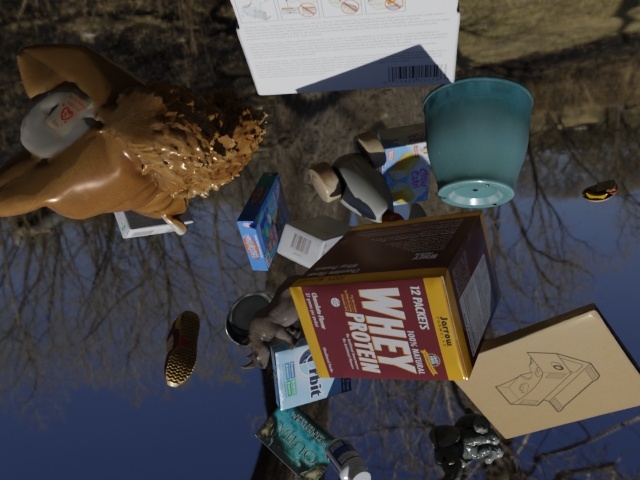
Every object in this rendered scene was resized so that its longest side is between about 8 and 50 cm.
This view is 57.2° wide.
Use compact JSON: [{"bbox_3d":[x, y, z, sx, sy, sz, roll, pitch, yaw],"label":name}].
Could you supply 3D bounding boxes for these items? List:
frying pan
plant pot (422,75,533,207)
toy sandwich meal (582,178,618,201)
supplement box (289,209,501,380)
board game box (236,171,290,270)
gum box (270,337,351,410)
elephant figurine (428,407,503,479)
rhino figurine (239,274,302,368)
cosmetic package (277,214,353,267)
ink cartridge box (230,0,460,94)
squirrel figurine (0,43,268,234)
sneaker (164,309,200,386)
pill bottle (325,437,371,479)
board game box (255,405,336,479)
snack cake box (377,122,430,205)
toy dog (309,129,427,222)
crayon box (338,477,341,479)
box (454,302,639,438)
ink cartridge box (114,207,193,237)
[{"bbox_3d":[-0.151,0.225,1.879,0.326,0.197,0.053,-16,-152,-22],"label":"frying pan"},{"bbox_3d":[0.390,-0.226,1.465,0.272,0.255,0.271,4,164,1],"label":"plant pot"},{"bbox_3d":[0.712,-0.129,1.500,0.086,0.029,0.085,-16,-149,10],"label":"toy sandwich meal"},{"bbox_3d":[0.102,0.065,0.737,0.191,0.129,0.194,-7,-160,30],"label":"supplement box"},{"bbox_3d":[-0.140,-0.051,1.502,0.047,0.160,0.210,1,-140,17],"label":"board game box"},{"bbox_3d":[-0.020,0.306,1.402,0.184,0.156,0.041,-11,-160,-19],"label":"gum box"},{"bbox_3d":[0.398,0.616,1.735,0.239,0.169,0.186,-26,161,-7],"label":"elephant figurine"},{"bbox_3d":[-0.087,0.176,1.238,0.243,0.106,0.073,-49,-172,2],"label":"rhino figurine"},{"bbox_3d":[0.000,0.000,1.498,0.117,0.085,0.231,26,-164,22],"label":"cosmetic package"},{"bbox_3d":[0.031,-0.284,0.725,0.275,0.060,0.239,-1,152,8],"label":"ink cartridge box"},{"bbox_3d":[-0.290,-0.132,1.016,0.397,0.281,0.370,-3,163,15],"label":"squirrel figurine"},{"bbox_3d":[-0.333,0.262,1.393,0.070,0.185,0.084,25,144,-23],"label":"sneaker"},{"bbox_3d":[0.064,0.509,1.335,0.067,0.067,0.120,-9,-160,-23],"label":"pill bottle"},{"bbox_3d":[-0.053,0.490,1.437,0.186,0.126,0.026,39,180,14],"label":"board game box"},{"bbox_3d":[0.257,-0.228,1.809,0.152,0.264,0.089,-8,-127,0],"label":"snack cake box"},{"bbox_3d":[0.108,-0.054,1.205,0.220,0.333,0.161,-13,158,0],"label":"toy dog"},{"bbox_3d":[0.152,0.731,1.421,0.319,0.081,0.202,15,-119,31],"label":"crayon box"},{"bbox_3d":[0.280,0.171,0.732,0.201,0.164,0.021,-29,-155,32],"label":"box"},{"bbox_3d":[-0.437,-0.124,1.469,0.181,0.224,0.056,-11,162,-45],"label":"ink cartridge box"}]
